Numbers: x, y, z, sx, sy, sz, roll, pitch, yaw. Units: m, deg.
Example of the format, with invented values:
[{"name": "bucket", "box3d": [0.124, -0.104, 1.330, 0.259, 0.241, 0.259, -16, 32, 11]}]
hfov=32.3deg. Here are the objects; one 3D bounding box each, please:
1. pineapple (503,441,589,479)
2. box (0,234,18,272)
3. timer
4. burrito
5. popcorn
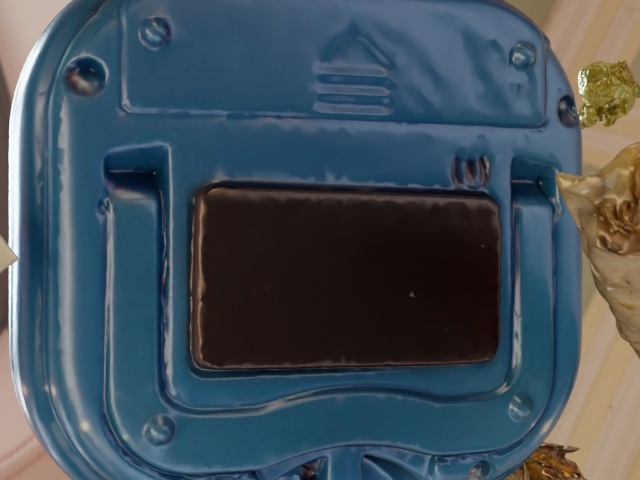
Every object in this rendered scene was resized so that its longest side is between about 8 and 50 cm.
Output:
[{"name": "pineapple", "box3d": [0.141, 0.325, 0.886, 0.352, 0.300, 0.352, -7, -147, 4]}, {"name": "box", "box3d": [-0.274, 0.031, 0.487, 0.245, 0.139, 0.035, -39, -171, -22]}, {"name": "timer", "box3d": [0.000, 0.000, 0.631, 0.115, 0.340, 0.309, -177, -93, -69]}, {"name": "burrito", "box3d": [0.235, 0.063, 0.596, 0.117, 0.392, 0.076, 2, -118, 34]}, {"name": "popcorn", "box3d": [0.299, -0.154, 1.171, 0.068, 0.059, 0.083, 45, -49, 12]}]
